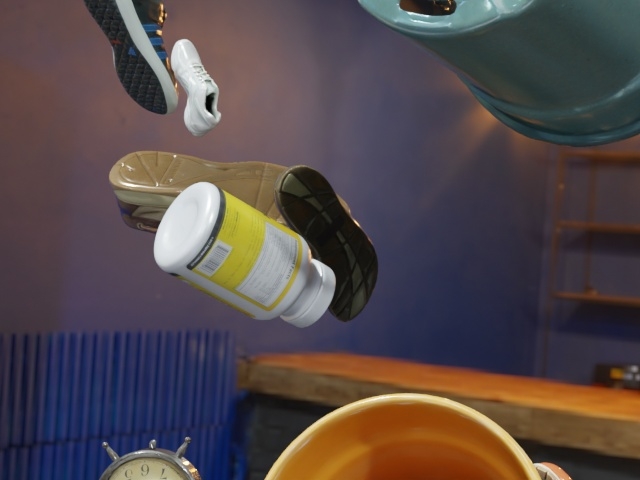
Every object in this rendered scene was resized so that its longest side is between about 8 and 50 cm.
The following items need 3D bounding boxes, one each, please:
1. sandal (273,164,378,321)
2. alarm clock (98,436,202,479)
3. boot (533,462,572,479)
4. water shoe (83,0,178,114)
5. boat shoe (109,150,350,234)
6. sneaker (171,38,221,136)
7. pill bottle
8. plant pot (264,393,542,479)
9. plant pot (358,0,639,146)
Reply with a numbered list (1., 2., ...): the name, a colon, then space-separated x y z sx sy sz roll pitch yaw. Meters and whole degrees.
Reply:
1. sandal: 0.000 0.000 1.516 0.060 0.090 0.219 23 -29 55
2. alarm clock: -0.200 0.333 1.513 0.129 0.192 0.064 -3 -8 5
3. boot: 0.249 0.258 1.195 0.059 0.158 0.084 -24 16 48
4. water shoe: -0.193 -0.231 1.422 0.073 0.080 0.203 15 -36 32
5. boat shoe: -0.124 -0.030 1.752 0.341 0.123 0.123 9 39 12
6. sneaker: -0.184 -0.240 1.955 0.053 0.152 0.061 -12 -6 -43
7. pill bottle: -0.076 0.022 1.346 0.184 0.103 0.103 31 -15 -31
8. plant pot: 0.073 0.233 0.892 0.205 0.205 0.188 4 -23 19
9. plant pot: 0.198 -0.285 1.222 0.341 0.341 0.334 4 -3 33
